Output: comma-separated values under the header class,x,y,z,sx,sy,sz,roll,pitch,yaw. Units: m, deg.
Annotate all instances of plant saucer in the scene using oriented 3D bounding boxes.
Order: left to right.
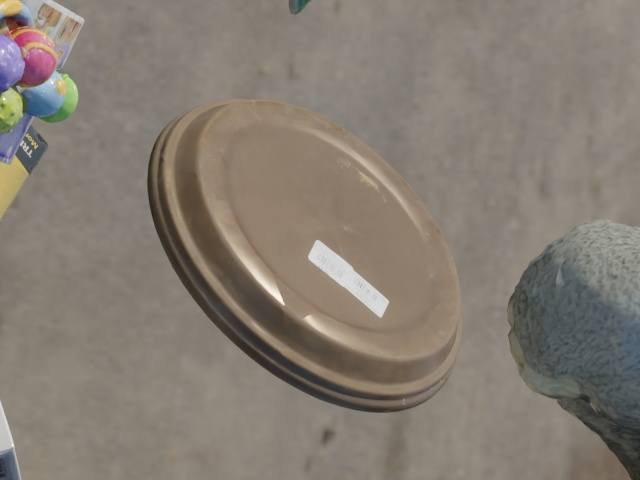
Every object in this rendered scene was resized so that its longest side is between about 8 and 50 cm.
class,x,y,z,sx,sy,sz,roll,pitch,yaw
plant saucer,0.000,0.000,1.426,0.278,0.041,0.278,28,37,-24

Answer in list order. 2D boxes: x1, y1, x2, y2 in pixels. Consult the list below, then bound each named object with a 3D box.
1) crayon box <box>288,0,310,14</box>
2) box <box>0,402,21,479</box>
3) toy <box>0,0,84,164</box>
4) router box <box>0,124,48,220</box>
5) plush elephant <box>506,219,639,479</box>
class,x,y,z,sx,sy,sz,roll,pitch,yaw
crayon box,0.089,-0.221,0.668,0.323,0.083,0.203,-47,142,-52
box,-0.336,0.145,1.719,0.114,0.103,0.203,91,-21,-53
toy,-0.238,-0.125,1.508,0.137,0.056,0.237,-62,168,2
router box,-0.385,-0.113,1.610,0.309,0.081,0.243,50,31,-19
plush elephant,0.137,0.183,0.706,0.255,0.272,0.330,-44,152,18
